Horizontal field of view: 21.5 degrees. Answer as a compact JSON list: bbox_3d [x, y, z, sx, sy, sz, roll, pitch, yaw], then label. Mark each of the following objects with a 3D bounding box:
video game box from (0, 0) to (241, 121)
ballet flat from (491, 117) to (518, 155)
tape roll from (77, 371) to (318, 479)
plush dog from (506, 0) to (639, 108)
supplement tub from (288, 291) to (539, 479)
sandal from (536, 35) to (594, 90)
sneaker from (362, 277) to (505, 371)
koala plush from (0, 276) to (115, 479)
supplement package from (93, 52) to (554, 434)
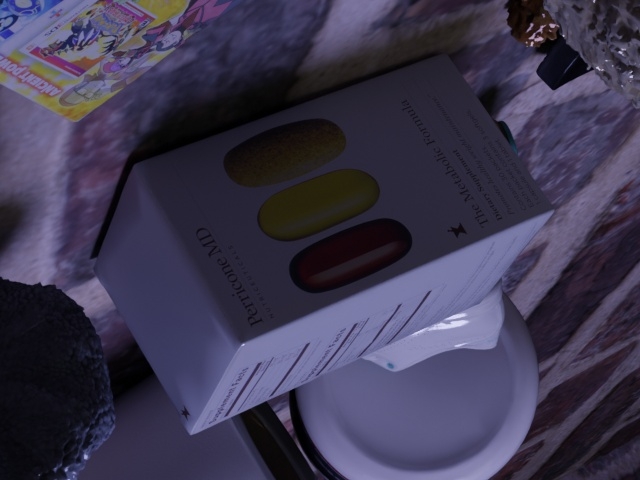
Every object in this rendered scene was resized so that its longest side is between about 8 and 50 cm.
[{"bbox_3d":[-0.086,-0.141,0.723,0.187,0.048,0.205,-37,161,8],"label":"video game box"},{"bbox_3d":[0.109,-0.023,1.316,0.073,0.080,0.232,-15,159,-5],"label":"ballet flat"},{"bbox_3d":[-0.096,0.225,1.348,0.169,0.246,0.246,-33,162,3],"label":"tape roll"},{"bbox_3d":[0.237,-0.119,1.023,0.210,0.225,0.262,-44,159,32],"label":"plush dog"},{"bbox_3d":[0.070,0.124,1.406,0.191,0.191,0.272,-30,172,-7],"label":"supplement tub"},{"bbox_3d":[0.270,-0.166,1.230,0.254,0.054,0.097,-24,160,-24],"label":"sandal"},{"bbox_3d":[0.030,0.060,1.240,0.212,0.080,0.094,0,137,12],"label":"sneaker"},{"bbox_3d":[-0.215,0.137,1.027,0.203,0.196,0.221,-37,160,-18],"label":"koala plush"},{"bbox_3d":[0.000,0.000,1.084,0.244,0.139,0.134,-23,160,-30],"label":"supplement package"}]
